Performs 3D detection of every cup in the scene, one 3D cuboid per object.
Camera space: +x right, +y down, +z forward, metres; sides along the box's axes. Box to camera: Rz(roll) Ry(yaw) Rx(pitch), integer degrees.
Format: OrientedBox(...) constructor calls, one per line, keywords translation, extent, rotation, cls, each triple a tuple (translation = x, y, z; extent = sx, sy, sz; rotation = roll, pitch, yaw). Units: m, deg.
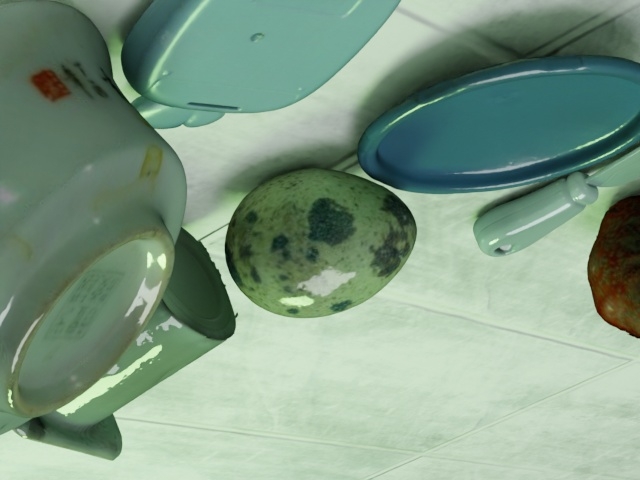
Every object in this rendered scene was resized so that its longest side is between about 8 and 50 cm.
OrientedBox(translation=(-0.221, 0.015, 1.215), extent=(0.347, 0.163, 0.347), rotation=(-45, 160, -21), cls="cup")

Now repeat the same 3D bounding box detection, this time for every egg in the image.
OrientedBox(translation=(0.000, 0.000, 1.572), extent=(0.182, 0.141, 0.141), rotation=(-10, 158, 3), cls="egg")

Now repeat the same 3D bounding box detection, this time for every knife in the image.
OrientedBox(translation=(0.307, -0.069, 1.751), extent=(0.331, 0.044, 0.080), rotation=(-29, 154, 24), cls="knife")

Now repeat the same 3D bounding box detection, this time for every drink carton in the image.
OrientedBox(translation=(-0.205, 0.075, 1.594), extent=(0.190, 0.191, 0.185), rotation=(-36, 149, 21), cls="drink carton")

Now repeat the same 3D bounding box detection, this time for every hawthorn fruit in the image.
OrientedBox(translation=(0.383, 0.040, 1.883), extent=(0.181, 0.181, 0.235), rotation=(-15, 158, 1), cls="hawthorn fruit")

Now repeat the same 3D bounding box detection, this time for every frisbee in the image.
OrientedBox(translation=(0.173, -0.115, 1.527), extent=(0.290, 0.049, 0.289), rotation=(-9, 162, -3), cls="frisbee")

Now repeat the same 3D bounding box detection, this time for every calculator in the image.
OrientedBox(translation=(-0.046, -0.163, 1.286), extent=(0.188, 0.042, 0.303), rotation=(1, 150, -36), cls="calculator")
